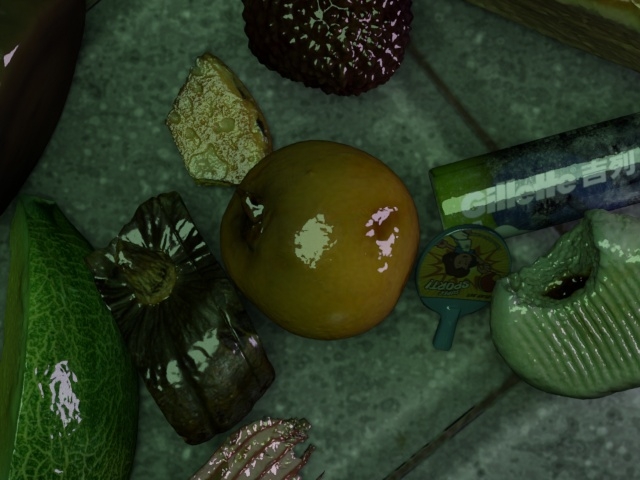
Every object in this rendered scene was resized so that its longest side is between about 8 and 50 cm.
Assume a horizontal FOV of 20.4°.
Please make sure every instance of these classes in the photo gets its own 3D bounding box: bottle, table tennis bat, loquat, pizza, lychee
[{"bbox_3d":[0.281,-0.073,1.841,0.330,0.093,0.093,-15,87,4],"label":"bottle"},{"bbox_3d":[0.143,0.048,1.844,0.100,0.019,0.155,5,124,-14],"label":"table tennis bat"},{"bbox_3d":[0.000,0.000,1.804,0.208,0.208,0.208,0,88,5],"label":"loquat"},{"bbox_3d":[-0.109,-0.118,1.903,0.099,0.036,0.160,-27,85,3],"label":"pizza"},{"bbox_3d":[0.010,-0.247,1.823,0.188,0.188,0.188,0,88,5],"label":"lychee"}]

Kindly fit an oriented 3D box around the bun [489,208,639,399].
[{"bbox_3d":[0.277,0.057,1.820,0.212,0.126,0.204,-6,113,10],"label":"bun"}]

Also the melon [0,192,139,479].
[{"bbox_3d":[-0.275,0.105,1.854,0.124,0.196,0.323,-5,82,30],"label":"melon"}]

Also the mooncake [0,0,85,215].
[{"bbox_3d":[-0.365,-0.154,1.804,0.161,0.290,0.290,24,90,6],"label":"mooncake"}]

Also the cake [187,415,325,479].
[{"bbox_3d":[-0.119,0.289,1.869,0.287,0.135,0.098,-36,80,-17],"label":"cake"}]

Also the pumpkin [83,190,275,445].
[{"bbox_3d":[-0.138,0.088,1.821,0.131,0.126,0.248,-31,104,2],"label":"pumpkin"}]

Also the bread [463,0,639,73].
[{"bbox_3d":[0.293,-0.387,1.755,0.390,0.279,0.371,26,92,9],"label":"bread"}]
